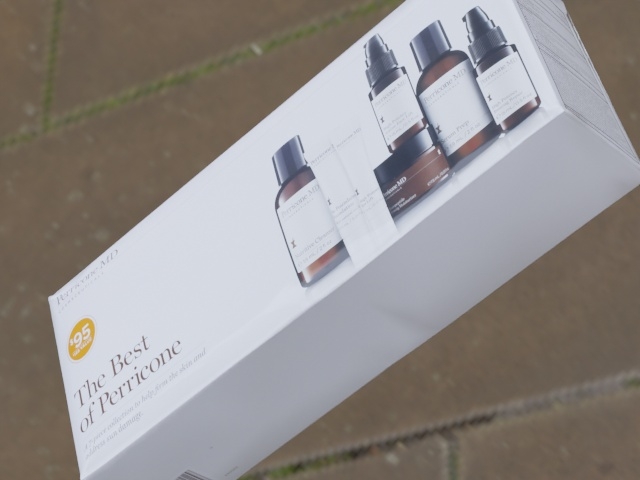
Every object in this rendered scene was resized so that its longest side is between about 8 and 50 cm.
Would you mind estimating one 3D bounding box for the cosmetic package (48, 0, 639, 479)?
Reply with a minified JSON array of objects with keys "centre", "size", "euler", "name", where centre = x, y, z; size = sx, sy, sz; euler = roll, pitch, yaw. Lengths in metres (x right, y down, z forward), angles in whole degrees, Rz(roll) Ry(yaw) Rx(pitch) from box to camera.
[{"centre":[0.000,0.000,0.696],"size":[0.239,0.060,0.099],"euler":[-39,43,22],"name":"cosmetic package"}]
